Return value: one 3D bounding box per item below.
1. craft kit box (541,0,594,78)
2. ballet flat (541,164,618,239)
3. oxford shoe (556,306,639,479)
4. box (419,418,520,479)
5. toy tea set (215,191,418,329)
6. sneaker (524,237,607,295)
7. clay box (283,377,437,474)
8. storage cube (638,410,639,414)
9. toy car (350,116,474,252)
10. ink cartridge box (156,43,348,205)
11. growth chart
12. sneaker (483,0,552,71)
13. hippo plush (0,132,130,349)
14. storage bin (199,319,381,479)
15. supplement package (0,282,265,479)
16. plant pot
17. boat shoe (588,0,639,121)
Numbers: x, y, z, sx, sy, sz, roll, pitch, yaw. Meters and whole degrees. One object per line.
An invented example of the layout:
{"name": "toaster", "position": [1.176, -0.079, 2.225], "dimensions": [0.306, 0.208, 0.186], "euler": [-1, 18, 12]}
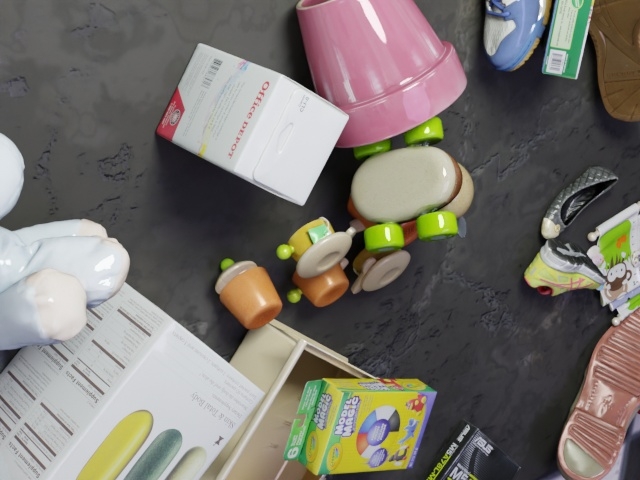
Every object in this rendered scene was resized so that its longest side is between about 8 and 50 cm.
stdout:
{"name": "craft kit box", "position": [0.367, -0.377, 1.633], "dimensions": [0.246, 0.061, 0.249], "euler": [-66, 166, -68]}
{"name": "ballet flat", "position": [0.438, -0.066, 1.943], "dimensions": [0.173, 0.049, 0.057], "euler": [-45, 131, -14]}
{"name": "oxford shoe", "position": [0.557, 0.288, 2.186], "dimensions": [0.397, 0.140, 0.146], "euler": [-54, 167, -15]}
{"name": "box", "position": [0.256, 0.436, 2.030], "dimensions": [0.184, 0.045, 0.190], "euler": [-51, 134, -6]}
{"name": "toy tea set", "position": [0.000, 0.000, 1.588], "dimensions": [0.336, 0.124, 0.200], "euler": [-17, 150, -38]}
{"name": "sneaker", "position": [0.419, 0.057, 1.978], "dimensions": [0.208, 0.081, 0.094], "euler": [18, 121, -48]}
{"name": "clay box", "position": [0.057, 0.261, 1.604], "dimensions": [0.222, 0.053, 0.127], "euler": [5, 106, -43]}
{"name": "storage cube", "position": [0.732, 0.288, 2.261], "dimensions": [0.215, 0.193, 0.183], "euler": [22, 95, -43]}
{"name": "toy car", "position": [0.143, -0.064, 1.523], "dimensions": [0.188, 0.149, 0.155], "euler": [11, 70, -58]}
{"name": "ink cartridge box", "position": [-0.083, -0.141, 1.378], "dimensions": [0.127, 0.176, 0.128], "euler": [25, 93, -44]}
{"name": "growth chart", "position": [0.565, 0.045, 2.119], "dimensions": [0.172, 0.021, 0.237], "euler": [-37, 125, -23]}
{"name": "sneaker", "position": [0.258, -0.392, 1.612], "dimensions": [0.131, 0.112, 0.296], "euler": [5, 98, -33]}
{"name": "hippo plush", "position": [-0.373, -0.008, 1.218], "dimensions": [0.294, 0.234, 0.236], "euler": [-19, 110, 16]}
{"name": "storage bin", "position": [-0.046, 0.276, 1.645], "dimensions": [0.260, 0.123, 0.262], "euler": [33, 87, -44]}
{"name": "supplement package", "position": [-0.252, 0.207, 1.384], "dimensions": [0.262, 0.198, 0.199], "euler": [-52, 134, -8]}
{"name": "plant pot", "position": [0.062, -0.244, 1.458], "dimensions": [0.201, 0.201, 0.180], "euler": [-36, 113, -22]}
{"name": "boat shoe", "position": [0.494, -0.365, 1.824], "dimensions": [0.123, 0.123, 0.342], "euler": [-56, 137, -48]}
